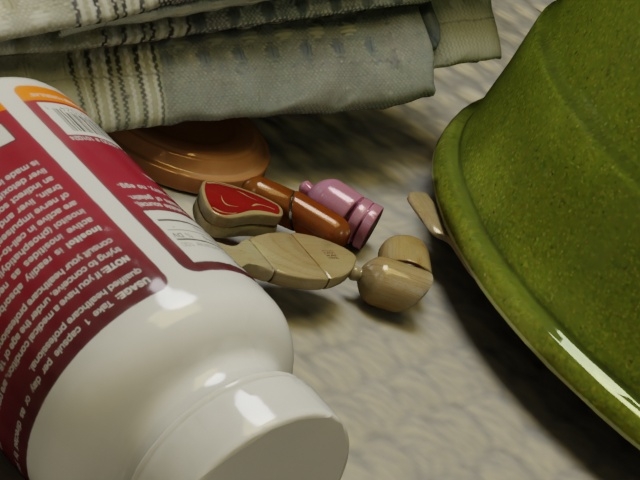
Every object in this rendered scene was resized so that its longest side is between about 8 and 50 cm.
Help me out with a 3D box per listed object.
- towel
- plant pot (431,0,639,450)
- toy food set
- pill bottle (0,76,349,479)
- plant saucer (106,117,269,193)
[{"bbox_3d":[-0.040,-0.202,0.737,0.312,0.324,0.056,-13,11,-41],"label":"towel"},{"bbox_3d":[0.286,-0.092,0.752,0.366,0.353,0.366,23,26,-12],"label":"plant pot"},{"bbox_3d":[0.000,0.000,0.735,0.122,0.019,0.078,5,33,-34],"label":"toy food set"},{"bbox_3d":[-0.064,0.027,0.562,0.086,0.086,0.152,-6,41,-46],"label":"pill bottle"},{"bbox_3d":[-0.059,-0.047,0.776,0.083,0.013,0.083,20,27,-11],"label":"plant saucer"}]
